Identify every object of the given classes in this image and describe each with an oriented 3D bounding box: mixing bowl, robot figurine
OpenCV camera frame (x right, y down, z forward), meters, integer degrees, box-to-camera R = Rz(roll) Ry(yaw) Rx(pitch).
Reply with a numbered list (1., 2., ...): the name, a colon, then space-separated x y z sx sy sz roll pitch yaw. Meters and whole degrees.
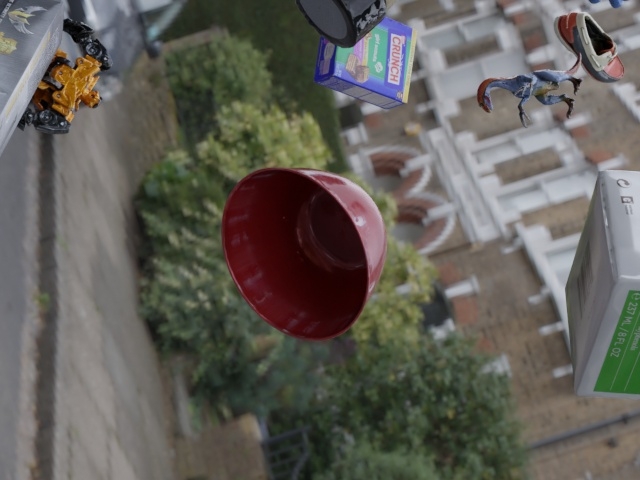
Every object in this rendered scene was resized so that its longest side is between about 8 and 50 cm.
1. mixing bowl: 0.000 0.000 1.173 0.098 0.181 0.181 -29 106 -48
2. robot figurine: -0.473 -0.284 1.813 0.211 0.291 0.085 -62 -171 -26

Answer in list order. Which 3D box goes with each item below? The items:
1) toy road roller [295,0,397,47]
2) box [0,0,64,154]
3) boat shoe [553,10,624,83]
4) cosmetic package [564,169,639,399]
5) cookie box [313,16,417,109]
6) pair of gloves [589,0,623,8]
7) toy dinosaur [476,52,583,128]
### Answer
1. toy road roller: -0.001 -0.380 1.156 0.329 0.202 0.240 40 -17 27
2. box: -0.365 -0.164 1.094 0.056 0.183 0.231 106 -2 -46
3. boat shoe: 0.344 -0.240 1.449 0.137 0.043 0.049 35 63 -37
4. cosmetic package: 0.443 0.052 1.145 0.197 0.366 0.155 91 4 -48
5. cookie box: 0.052 -0.207 1.305 0.040 0.107 0.091 -6 -108 54
6. pair of gloves: 0.190 -0.222 0.801 0.159 0.023 0.198 41 -7 -22
7. toy dinosaur: 0.173 -0.125 0.971 0.090 0.082 0.047 -72 175 -51
